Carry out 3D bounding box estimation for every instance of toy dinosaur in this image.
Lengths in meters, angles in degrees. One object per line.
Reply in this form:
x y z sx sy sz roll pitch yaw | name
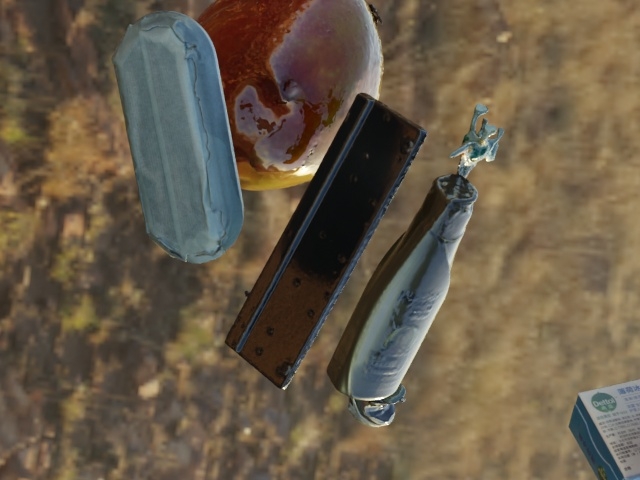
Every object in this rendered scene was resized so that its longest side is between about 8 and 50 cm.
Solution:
0.207 -0.118 1.869 0.187 0.044 0.106 -52 162 -46 | toy dinosaur

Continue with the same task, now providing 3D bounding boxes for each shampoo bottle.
0.119 0.066 1.879 0.125 0.084 0.350 -1 128 -38 | shampoo bottle

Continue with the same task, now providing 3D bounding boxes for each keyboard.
0.000 0.000 1.408 0.018 0.101 0.309 10 111 -57 | keyboard

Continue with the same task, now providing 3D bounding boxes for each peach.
-0.063 -0.232 1.997 0.290 0.372 0.372 60 34 -26 | peach

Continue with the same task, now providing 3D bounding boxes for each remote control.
-0.139 -0.099 1.327 0.052 0.104 0.247 -36 118 -66 | remote control

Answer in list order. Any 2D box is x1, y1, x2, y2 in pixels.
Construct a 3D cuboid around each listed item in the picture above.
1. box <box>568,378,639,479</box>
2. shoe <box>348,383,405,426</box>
0.434 0.246 1.728 0.073 0.194 0.139 94 -20 -45 | box
0.092 0.241 2.173 0.071 0.099 0.169 -56 131 -29 | shoe
